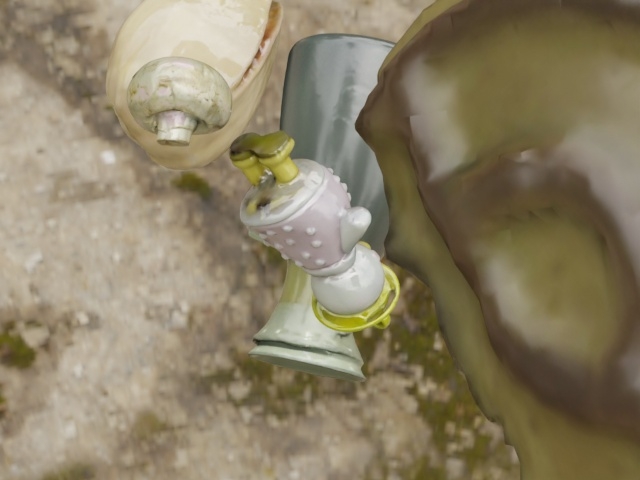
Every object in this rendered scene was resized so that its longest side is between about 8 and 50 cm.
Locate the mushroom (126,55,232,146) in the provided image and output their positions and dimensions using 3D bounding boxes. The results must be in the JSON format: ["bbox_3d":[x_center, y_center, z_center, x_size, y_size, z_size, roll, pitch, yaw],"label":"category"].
[{"bbox_3d":[-0.110,-0.106,1.287,0.083,0.083,0.068,4,78,2],"label":"mushroom"}]

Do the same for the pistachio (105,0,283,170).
[{"bbox_3d":[-0.143,-0.216,1.950,0.213,0.193,0.318,-7,40,36],"label":"pistachio"}]

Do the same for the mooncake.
[{"bbox_3d":[0.193,0.041,0.829,0.246,0.393,0.394,-13,40,-38],"label":"mooncake"}]

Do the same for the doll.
[{"bbox_3d":[0.000,0.000,1.316,0.129,0.207,0.081,-3,43,43],"label":"doll"}]

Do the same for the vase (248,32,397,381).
[{"bbox_3d":[0.021,-0.028,1.617,0.173,0.173,0.321,11,78,7],"label":"vase"}]
